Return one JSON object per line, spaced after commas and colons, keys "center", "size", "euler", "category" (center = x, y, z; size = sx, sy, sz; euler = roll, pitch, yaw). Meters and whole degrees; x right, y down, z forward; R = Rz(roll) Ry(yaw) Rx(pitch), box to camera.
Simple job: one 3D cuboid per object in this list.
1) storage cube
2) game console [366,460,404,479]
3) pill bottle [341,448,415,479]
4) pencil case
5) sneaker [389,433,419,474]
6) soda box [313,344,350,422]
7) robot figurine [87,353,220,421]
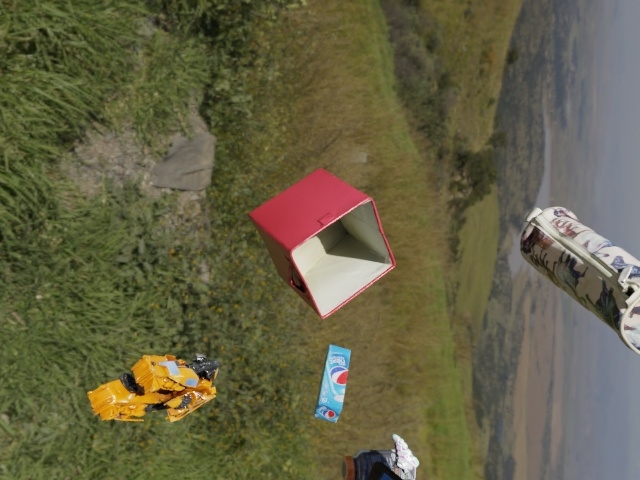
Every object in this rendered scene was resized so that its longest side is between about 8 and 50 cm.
{"center": [0.000, 0.000, 1.164], "size": [0.215, 0.193, 0.184], "euler": [-34, 127, -13], "category": "storage cube"}
{"center": [0.175, 0.820, 1.639], "size": [0.250, 0.293, 0.173], "euler": [-25, 124, -34], "category": "game console"}
{"center": [0.198, 0.801, 2.049], "size": [0.130, 0.245, 0.131], "euler": [-176, -90, -78], "category": "pill bottle"}
{"center": [0.593, 0.065, 1.262], "size": [0.183, 0.160, 0.410], "euler": [54, 4, -28], "category": "pencil case"}
{"center": [0.198, 0.552, 1.492], "size": [0.069, 0.098, 0.038], "euler": [-34, 163, -19], "category": "sneaker"}
{"center": [0.035, 0.399, 1.641], "size": [0.210, 0.067, 0.071], "euler": [-76, -178, -52], "category": "soda box"}
{"center": [-0.326, 0.313, 1.209], "size": [0.085, 0.211, 0.291], "euler": [60, 8, 25], "category": "robot figurine"}
